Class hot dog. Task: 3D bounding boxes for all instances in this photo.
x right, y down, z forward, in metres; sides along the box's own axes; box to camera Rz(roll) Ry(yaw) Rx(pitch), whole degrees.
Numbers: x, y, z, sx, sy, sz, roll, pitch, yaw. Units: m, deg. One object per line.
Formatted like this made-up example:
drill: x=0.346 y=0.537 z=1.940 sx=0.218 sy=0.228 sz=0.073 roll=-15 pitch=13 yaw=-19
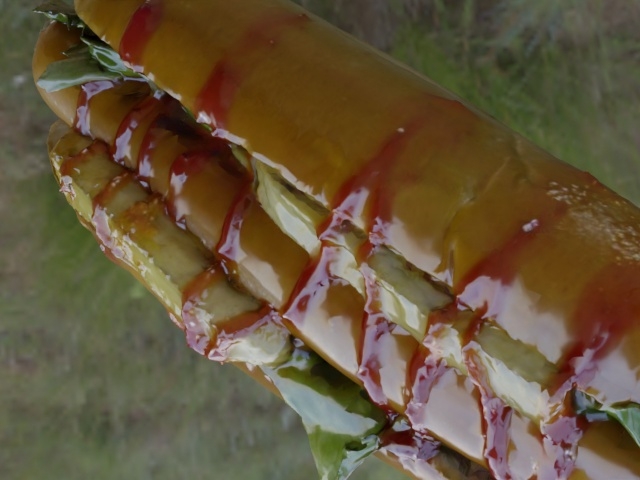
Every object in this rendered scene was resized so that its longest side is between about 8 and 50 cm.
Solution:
hot dog: x=0.000 y=0.000 z=0.414 sx=0.076 sy=0.250 sz=0.104 roll=-24 pitch=140 yaw=-45
